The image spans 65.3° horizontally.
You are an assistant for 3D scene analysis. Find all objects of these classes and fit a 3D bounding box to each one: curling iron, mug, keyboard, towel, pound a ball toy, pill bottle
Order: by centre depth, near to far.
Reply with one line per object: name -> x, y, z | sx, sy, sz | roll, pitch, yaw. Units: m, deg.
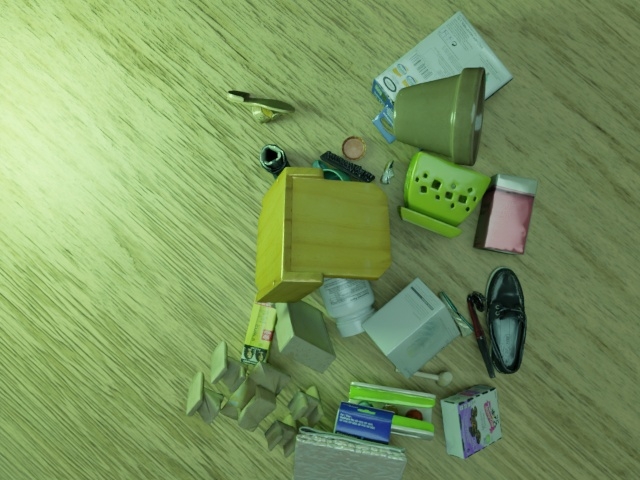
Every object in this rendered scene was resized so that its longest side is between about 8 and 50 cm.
towel -> 0.081, 0.686, 1.522 | 0.331, 0.053, 0.317 | 9, 133, 5
curling iron -> 0.507, 0.292, 1.569 | 0.035, 0.068, 0.274 | 2, 70, -19
pill bottle -> 0.076, 0.150, 1.583 | 0.160, 0.160, 0.283 | -21, 89, 4
pound a ball toy -> 0.251, 0.513, 1.600 | 0.319, 0.136, 0.208 | 7, 60, 7
mug -> 0.042, -0.179, 1.605 | 0.129, 0.097, 0.158 | 7, 101, 26
keyboard -> 0.093, -0.241, 1.616 | 0.180, 0.108, 0.023 | 31, 116, 9

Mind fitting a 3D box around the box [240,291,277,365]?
box -> -0.194, 0.294, 1.650 | 0.087, 0.058, 0.232 | 14, 90, 5

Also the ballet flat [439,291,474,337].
ballet flat -> 0.427, 0.243, 1.612 | 0.052, 0.057, 0.168 | -39, 87, 13

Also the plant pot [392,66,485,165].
plant pot -> 0.331, -0.346, 1.402 | 0.229, 0.263, 0.263 | 6, 90, 21

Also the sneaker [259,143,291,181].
sneaker -> -0.119, -0.206, 1.598 | 0.086, 0.163, 0.226 | -31, 89, 2

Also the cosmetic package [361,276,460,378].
cosmetic package -> 0.278, 0.271, 1.514 | 0.224, 0.224, 0.138 | -39, 49, 0

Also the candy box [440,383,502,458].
candy box -> 0.470, 0.554, 1.546 | 0.196, 0.070, 0.165 | -7, 89, -36

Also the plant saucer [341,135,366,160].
plant saucer -> 0.110, -0.305, 1.656 | 0.083, 0.013, 0.084 | 0, 90, 5

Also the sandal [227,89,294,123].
sandal -> -0.200, -0.430, 1.660 | 0.240, 0.088, 0.079 | 18, 122, 11

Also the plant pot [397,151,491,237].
plant pot -> 0.359, -0.132, 1.539 | 0.228, 0.227, 0.207 | 22, 97, 3

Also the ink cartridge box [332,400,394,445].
ink cartridge box -> 0.115, 0.612, 1.524 | 0.165, 0.065, 0.333 | 11, 133, 5

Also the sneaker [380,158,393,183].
sneaker -> 0.227, -0.226, 1.643 | 0.036, 0.032, 0.083 | 20, 96, -10

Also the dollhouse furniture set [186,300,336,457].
dollhouse furniture set -> -0.154, 0.395, 1.554 | 0.362, 0.256, 0.394 | 32, 105, -22

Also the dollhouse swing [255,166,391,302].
dollhouse swing -> 0.000, 0.000, 1.491 | 0.304, 0.315, 0.347 | 9, 65, -23

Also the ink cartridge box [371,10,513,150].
ink cartridge box -> 0.348, -0.473, 1.571 | 0.395, 0.151, 0.270 | -38, 89, 2

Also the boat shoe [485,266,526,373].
boat shoe -> 0.588, 0.255, 1.570 | 0.127, 0.113, 0.340 | 6, 90, 5

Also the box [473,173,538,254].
box -> 0.572, -0.078, 1.556 | 0.126, 0.148, 0.233 | 10, 90, 5
